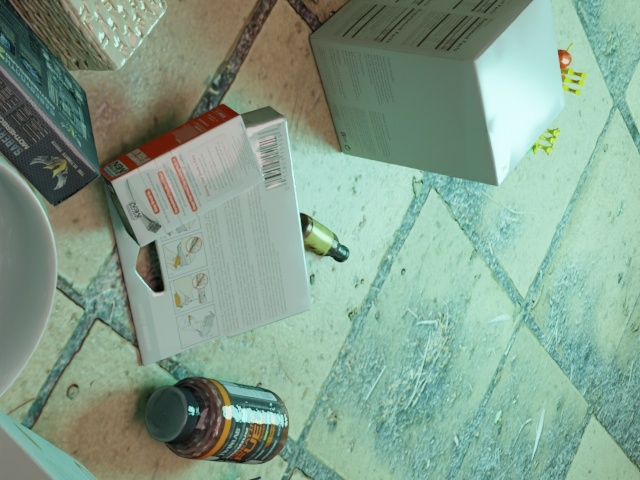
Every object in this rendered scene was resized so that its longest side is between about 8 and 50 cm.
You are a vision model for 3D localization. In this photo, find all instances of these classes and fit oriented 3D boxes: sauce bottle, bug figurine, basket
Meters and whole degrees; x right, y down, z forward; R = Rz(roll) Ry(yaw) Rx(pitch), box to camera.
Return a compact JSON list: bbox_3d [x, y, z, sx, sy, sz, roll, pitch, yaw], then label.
[{"bbox_3d":[0.000,0.000,1.592,0.128,0.042,0.042,34,75,-50],"label":"sauce bottle"},{"bbox_3d":[0.366,-0.257,1.958,0.279,0.072,0.216,3,106,-58],"label":"bug figurine"},{"bbox_3d":[-0.248,-0.260,1.127,0.113,0.103,0.167,-58,139,-24],"label":"basket"}]

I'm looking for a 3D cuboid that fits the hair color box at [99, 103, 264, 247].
[{"bbox_3d":[-0.158,-0.076,1.289,0.167,0.053,0.093,-30,123,-17],"label":"hair color box"}]

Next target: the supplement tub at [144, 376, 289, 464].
[{"bbox_3d":[-0.135,0.231,1.443,0.198,0.106,0.106,20,86,-53],"label":"supplement tub"}]

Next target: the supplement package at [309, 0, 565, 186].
[{"bbox_3d":[0.164,-0.230,1.542,0.198,0.262,0.199,-47,135,-33],"label":"supplement package"}]

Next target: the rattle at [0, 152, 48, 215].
[{"bbox_3d":[-0.363,-0.074,1.103,0.200,0.142,0.130,61,20,-25],"label":"rattle"}]

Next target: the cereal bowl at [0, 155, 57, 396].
[{"bbox_3d":[-0.405,0.032,0.955,0.339,0.141,0.339,-25,134,-29],"label":"cereal bowl"}]

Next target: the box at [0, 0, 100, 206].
[{"bbox_3d":[-0.295,-0.163,1.006,0.059,0.183,0.233,-35,125,6],"label":"box"}]

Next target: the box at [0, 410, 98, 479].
[{"bbox_3d":[-0.271,0.309,1.076,0.168,0.215,0.345,-46,161,-12],"label":"box"}]

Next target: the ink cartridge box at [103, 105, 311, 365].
[{"bbox_3d":[-0.140,-0.004,1.397,0.238,0.060,0.275,-18,118,-21],"label":"ink cartridge box"}]

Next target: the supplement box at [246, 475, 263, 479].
[{"bbox_3d":[-0.097,0.377,1.557,0.043,0.055,0.083,-20,86,-47],"label":"supplement box"}]
